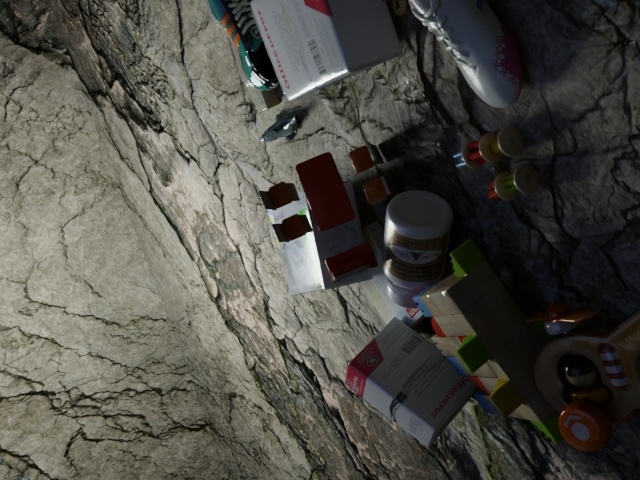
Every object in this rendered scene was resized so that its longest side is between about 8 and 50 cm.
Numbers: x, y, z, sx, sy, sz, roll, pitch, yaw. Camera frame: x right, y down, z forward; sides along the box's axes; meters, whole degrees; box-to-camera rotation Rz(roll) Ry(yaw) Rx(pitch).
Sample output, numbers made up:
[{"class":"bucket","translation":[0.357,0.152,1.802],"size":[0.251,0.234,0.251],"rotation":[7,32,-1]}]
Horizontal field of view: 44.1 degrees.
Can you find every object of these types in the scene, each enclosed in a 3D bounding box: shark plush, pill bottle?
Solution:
[{"class":"shark plush","translation":[-0.088,-0.266,1.909],"size":[0.161,0.067,0.073],"rotation":[6,118,59]},{"class":"pill bottle","translation":[0.191,0.024,1.602],"size":[0.131,0.131,0.229],"rotation":[42,146,36]}]

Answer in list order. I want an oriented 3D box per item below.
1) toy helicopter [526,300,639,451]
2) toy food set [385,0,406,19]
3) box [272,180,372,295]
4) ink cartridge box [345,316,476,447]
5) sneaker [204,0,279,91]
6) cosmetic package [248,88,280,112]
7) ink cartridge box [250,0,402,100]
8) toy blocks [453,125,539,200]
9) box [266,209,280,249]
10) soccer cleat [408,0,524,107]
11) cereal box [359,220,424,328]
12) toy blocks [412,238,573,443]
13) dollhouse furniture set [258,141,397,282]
[{"class":"toy helicopter","translation":[0.465,0.158,1.263],"size":[0.235,0.140,0.355],"rotation":[50,137,19]},{"class":"toy food set","translation":[0.126,-0.445,1.437],"size":[0.083,0.020,0.083],"rotation":[5,117,59]},{"class":"box","translation":[0.000,0.000,1.854],"size":[0.262,0.127,0.231],"rotation":[163,96,-69]},{"class":"ink cartridge box","translation":[0.200,0.308,1.732],"size":[0.237,0.172,0.100],"rotation":[35,147,22]},{"class":"sneaker","translation":[-0.164,-0.492,1.822],"size":[0.121,0.108,0.302],"rotation":[6,126,58]},{"class":"cosmetic package","translation":[-0.147,-0.379,1.947],"size":[0.060,0.041,0.115],"rotation":[-4,110,60]},{"class":"ink cartridge box","translation":[0.003,-0.418,1.535],"size":[0.306,0.131,0.226],"rotation":[2,114,67]},{"class":"toy blocks","translation":[0.298,-0.123,1.375],"size":[0.148,0.054,0.123],"rotation":[-16,98,62]},{"class":"box","translation":[-0.090,-0.041,2.134],"size":[0.109,0.042,0.178],"rotation":[8,121,58]},{"class":"soccer cleat","translation":[0.205,-0.352,1.245],"size":[0.116,0.143,0.331],"rotation":[-10,105,62]},{"class":"cereal box","translation":[0.154,0.094,1.816],"size":[0.240,0.047,0.173],"rotation":[56,152,14]},{"class":"toy blocks","translation":[0.313,0.195,1.519],"size":[0.381,0.191,0.261],"rotation":[54,166,-1]},{"class":"dollhouse furniture set","translation":[0.029,-0.051,1.632],"size":[0.135,0.262,0.259],"rotation":[-4,-108,-78]}]
